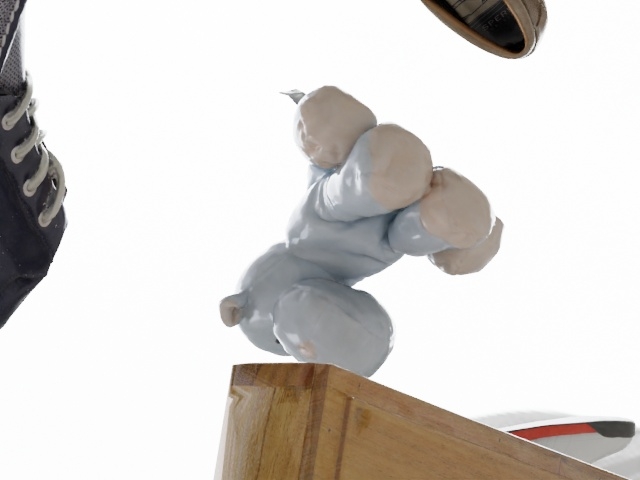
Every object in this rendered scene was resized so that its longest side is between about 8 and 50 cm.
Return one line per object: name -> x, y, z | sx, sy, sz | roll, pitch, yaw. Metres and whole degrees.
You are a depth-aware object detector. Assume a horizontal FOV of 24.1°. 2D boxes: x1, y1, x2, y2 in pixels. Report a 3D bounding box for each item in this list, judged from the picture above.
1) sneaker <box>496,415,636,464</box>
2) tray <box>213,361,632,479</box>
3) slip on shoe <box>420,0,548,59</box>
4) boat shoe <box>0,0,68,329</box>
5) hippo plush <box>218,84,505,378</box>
sneaker -> 0.206, 0.269, 1.578 | 0.270, 0.090, 0.145 | -9, -95, -2
tray -> 0.093, 0.217, 0.875 | 0.411, 0.076, 0.202 | 26, -113, -47
slip on shoe -> 0.050, -0.133, 0.690 | 0.135, 0.051, 0.041 | 45, -153, -12
boat shoe -> -0.232, -0.080, 1.066 | 0.158, 0.127, 0.340 | 24, -60, -20
hippo plush -> 0.000, 0.000, 1.422 | 0.236, 0.294, 0.234 | -54, -37, -4
